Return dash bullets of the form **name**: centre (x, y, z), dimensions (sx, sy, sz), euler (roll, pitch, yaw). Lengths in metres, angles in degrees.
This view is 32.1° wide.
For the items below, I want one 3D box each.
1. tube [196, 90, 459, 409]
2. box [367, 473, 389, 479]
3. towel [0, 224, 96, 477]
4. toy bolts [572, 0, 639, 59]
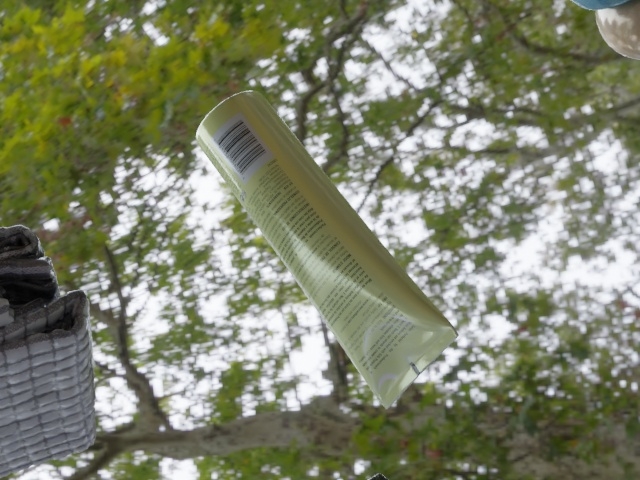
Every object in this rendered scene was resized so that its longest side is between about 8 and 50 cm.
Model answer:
- **tube**: centre (0.000, 0.000, 0.783), dimensions (0.062, 0.070, 0.240), euler (-35, -110, -7)
- **box**: centre (0.106, 0.359, 1.082), dimensions (0.103, 0.261, 0.184), euler (-59, -20, 10)
- **towel**: centre (-0.318, 0.104, 0.843), dimensions (0.283, 0.235, 0.121), euler (-17, -118, -17)
- **toy bolts**: centre (0.213, -0.166, 0.590), dimensions (0.158, 0.228, 0.218), euler (51, -130, -28)
